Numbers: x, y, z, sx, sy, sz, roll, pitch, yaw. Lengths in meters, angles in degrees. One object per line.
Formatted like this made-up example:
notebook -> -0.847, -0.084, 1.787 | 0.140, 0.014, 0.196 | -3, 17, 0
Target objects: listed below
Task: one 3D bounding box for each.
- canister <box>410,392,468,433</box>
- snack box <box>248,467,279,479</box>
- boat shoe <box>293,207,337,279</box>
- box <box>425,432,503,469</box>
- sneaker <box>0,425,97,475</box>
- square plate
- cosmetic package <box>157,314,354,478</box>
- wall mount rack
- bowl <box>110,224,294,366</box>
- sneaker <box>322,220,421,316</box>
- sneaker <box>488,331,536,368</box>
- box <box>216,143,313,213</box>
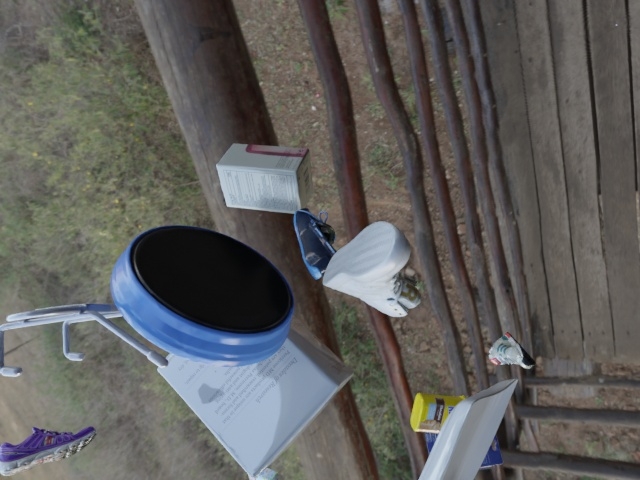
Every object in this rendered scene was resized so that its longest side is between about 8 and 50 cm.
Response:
canister -> 0.381, 0.549, 1.462 | 0.170, 0.073, 0.126 | 9, 99, -9
snack box -> -0.170, 0.770, 1.452 | 0.100, 0.037, 0.141 | 6, 120, 30
boat shoe -> 0.000, 0.000, 1.124 | 0.089, 0.258, 0.109 | -27, 130, 6
box -> 0.467, 0.681, 1.516 | 0.226, 0.136, 0.036 | -15, 136, 14
sneaker -> -0.528, 0.391, 0.902 | 0.068, 0.170, 0.071 | -51, 56, 40
square plate -> 0.294, 0.455, 0.982 | 0.049, 0.347, 0.343 | 26, 99, 35
cosmetic package -> -0.168, 0.382, 1.348 | 0.394, 0.329, 0.327 | 42, 90, 15
wall mount rack -> -0.412, 0.186, 0.904 | 0.305, 0.350, 0.130 | -7, 83, 2
bowl -> -0.233, 0.098, 0.994 | 0.391, 0.391, 0.077 | 36, 114, 14
sneaker -> 0.128, 0.061, 0.841 | 0.169, 0.108, 0.292 | 26, 162, -10
sneaker -> 0.427, 0.264, 1.049 | 0.075, 0.161, 0.057 | -42, 90, 10
box -> -0.150, -0.176, 1.306 | 0.233, 0.126, 0.148 | 7, 133, 14
